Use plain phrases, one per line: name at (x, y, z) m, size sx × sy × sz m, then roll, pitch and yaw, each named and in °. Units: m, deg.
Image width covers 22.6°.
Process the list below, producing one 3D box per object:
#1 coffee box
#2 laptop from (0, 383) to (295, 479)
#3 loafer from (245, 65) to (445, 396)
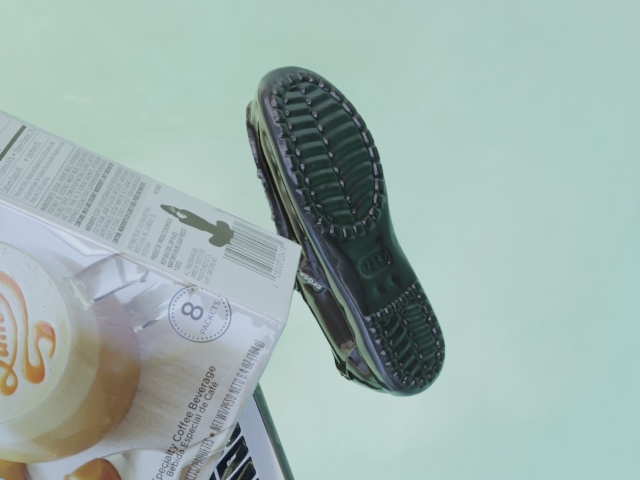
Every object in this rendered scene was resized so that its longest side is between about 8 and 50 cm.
coffee box at (-0.150, 0.026, 0.761) m, size 0.246 × 0.098 × 0.141 m, roll 24°, pitch 113°, yaw -6°
laptop at (-0.237, 0.223, 1.258) m, size 0.382 × 0.236 × 0.408 m, roll -52°, pitch 38°, yaw 24°
loafer at (0.000, 0.000, 1.004) m, size 0.078 × 0.080 × 0.220 m, roll -20°, pitch 90°, yaw 47°
